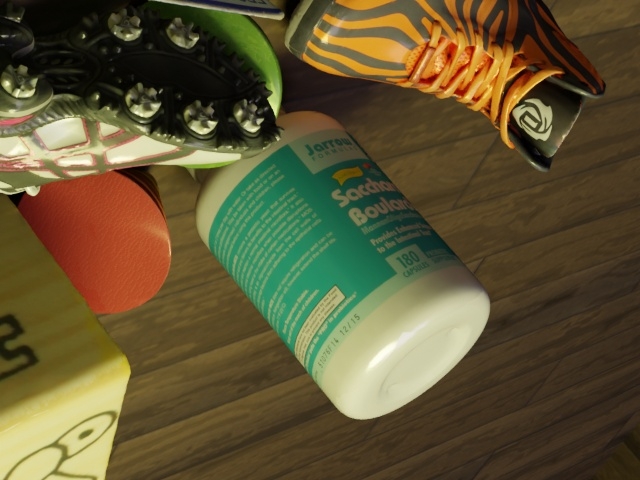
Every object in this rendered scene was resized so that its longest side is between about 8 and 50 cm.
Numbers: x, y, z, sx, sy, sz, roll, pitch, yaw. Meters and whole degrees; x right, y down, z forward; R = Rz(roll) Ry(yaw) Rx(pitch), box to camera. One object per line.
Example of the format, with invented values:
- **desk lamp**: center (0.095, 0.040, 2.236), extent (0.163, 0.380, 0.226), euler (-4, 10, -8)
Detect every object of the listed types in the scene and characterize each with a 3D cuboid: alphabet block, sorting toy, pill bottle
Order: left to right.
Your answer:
- **alphabet block**: center (-0.275, 0.110, 1.213), extent (0.197, 0.193, 0.192), euler (-25, 154, -32)
- **sorting toy**: center (-0.089, -0.113, 1.248), extent (0.365, 0.127, 0.126), euler (-55, -178, 26)
- **pill bottle**: center (0.000, 0.000, 1.335), extent (0.146, 0.264, 0.146), euler (-33, 157, -16)

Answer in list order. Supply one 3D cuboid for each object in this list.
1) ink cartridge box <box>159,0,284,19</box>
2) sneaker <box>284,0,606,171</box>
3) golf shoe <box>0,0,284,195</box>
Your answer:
- **ink cartridge box**: center (-0.155, -0.175, 0.837), extent (0.223, 0.224, 0.045), euler (-1, 136, -55)
- **sneaker**: center (0.124, -0.145, 1.364), extent (0.321, 0.180, 0.124), euler (-11, 144, -48)
- **golf shoe**: center (-0.160, -0.086, 1.117), extent (0.273, 0.105, 0.120), euler (6, 145, -29)
